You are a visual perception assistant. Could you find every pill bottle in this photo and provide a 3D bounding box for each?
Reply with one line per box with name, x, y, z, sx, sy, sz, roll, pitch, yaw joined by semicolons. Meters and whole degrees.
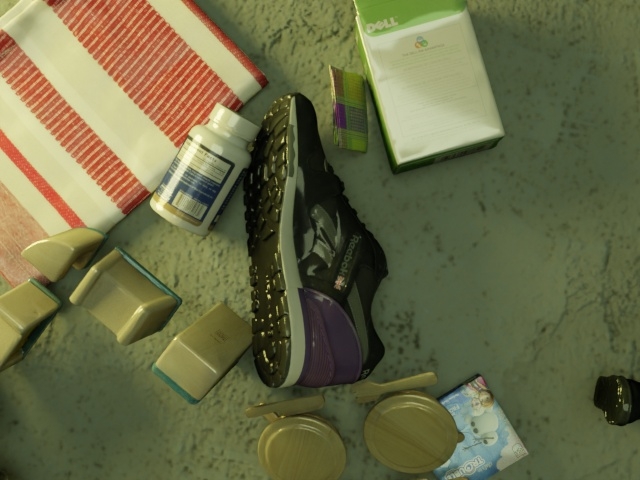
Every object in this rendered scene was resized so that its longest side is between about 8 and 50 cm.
pill bottle;-0.109;-0.070;0.866;0.067;0.067;0.120;31;96;3

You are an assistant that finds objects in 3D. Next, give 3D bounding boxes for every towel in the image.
towel;-0.249;-0.135;0.897;0.329;0.037;0.237;-43;87;-3
towel;0.028;-0.130;0.886;0.009;0.060;0.083;-7;86;33

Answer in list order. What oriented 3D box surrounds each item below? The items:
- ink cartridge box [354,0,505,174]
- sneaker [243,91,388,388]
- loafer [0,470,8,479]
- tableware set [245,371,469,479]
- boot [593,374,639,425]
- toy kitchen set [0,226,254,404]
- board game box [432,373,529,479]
ink cartridge box;0.098;-0.181;0.883;0.109;0.062;0.209;-15;85;-1
sneaker;0.000;0.000;0.869;0.124;0.107;0.283;3;80;-25
loafer;-0.314;0.335;0.846;0.087;0.094;0.251;5;83;-33
tableware set;0.035;0.186;0.852;0.194;0.039;0.128;-13;110;14
boot;0.314;0.153;0.830;0.099;0.121;0.045;10;88;8
toy kitchen set;-0.200;0.099;0.855;0.207;0.122;0.166;40;107;4
board game box;0.141;0.192;0.875;0.090;0.020;0.090;-31;87;-1
